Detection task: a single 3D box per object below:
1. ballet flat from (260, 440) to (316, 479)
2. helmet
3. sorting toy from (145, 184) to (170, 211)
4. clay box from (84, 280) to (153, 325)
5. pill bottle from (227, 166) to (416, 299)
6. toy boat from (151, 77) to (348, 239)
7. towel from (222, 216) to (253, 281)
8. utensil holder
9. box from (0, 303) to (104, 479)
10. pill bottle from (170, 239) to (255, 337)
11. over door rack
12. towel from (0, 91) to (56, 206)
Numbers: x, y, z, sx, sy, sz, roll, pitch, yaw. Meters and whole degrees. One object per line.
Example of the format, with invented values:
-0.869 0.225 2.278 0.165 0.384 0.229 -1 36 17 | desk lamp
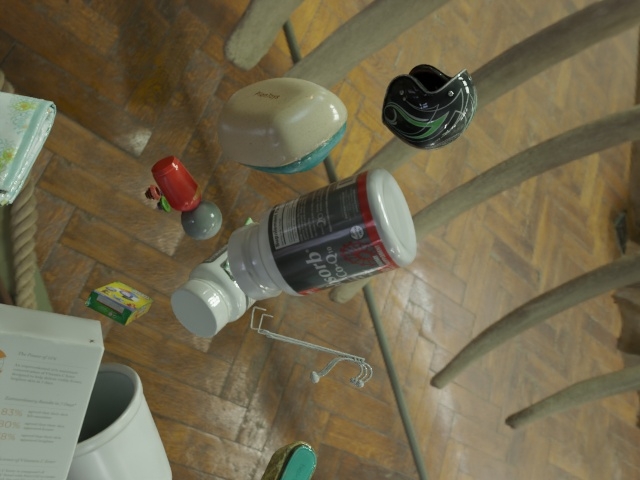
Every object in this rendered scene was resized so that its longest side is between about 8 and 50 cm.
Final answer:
-0.124 0.620 1.205 0.123 0.123 0.348 47 55 -22 | ballet flat
0.216 -0.257 1.026 0.169 0.162 0.169 -54 159 -31 | helmet
-0.496 -0.125 1.605 0.061 0.042 0.102 -103 171 -49 | sorting toy
-0.581 0.178 1.563 0.127 0.222 0.053 28 94 -3 | clay box
0.000 0.000 1.126 0.210 0.363 0.210 46 34 -44 | pill bottle
-0.116 -0.140 0.875 0.318 0.267 0.148 -39 128 -14 | toy boat
-0.203 0.027 1.390 0.023 0.113 0.152 20 70 12 | towel
-0.628 0.609 1.539 0.328 0.328 0.385 -31 124 -34 | utensil holder
-0.558 0.314 0.979 0.215 0.168 0.345 16 92 -26 | box
-0.274 0.121 1.633 0.361 0.204 0.204 -45 111 -46 | pill bottle
-0.038 0.293 1.370 0.324 0.239 0.108 26 78 4 | over door rack
-0.963 -0.279 1.479 0.321 0.090 0.374 12 57 -8 | towel
